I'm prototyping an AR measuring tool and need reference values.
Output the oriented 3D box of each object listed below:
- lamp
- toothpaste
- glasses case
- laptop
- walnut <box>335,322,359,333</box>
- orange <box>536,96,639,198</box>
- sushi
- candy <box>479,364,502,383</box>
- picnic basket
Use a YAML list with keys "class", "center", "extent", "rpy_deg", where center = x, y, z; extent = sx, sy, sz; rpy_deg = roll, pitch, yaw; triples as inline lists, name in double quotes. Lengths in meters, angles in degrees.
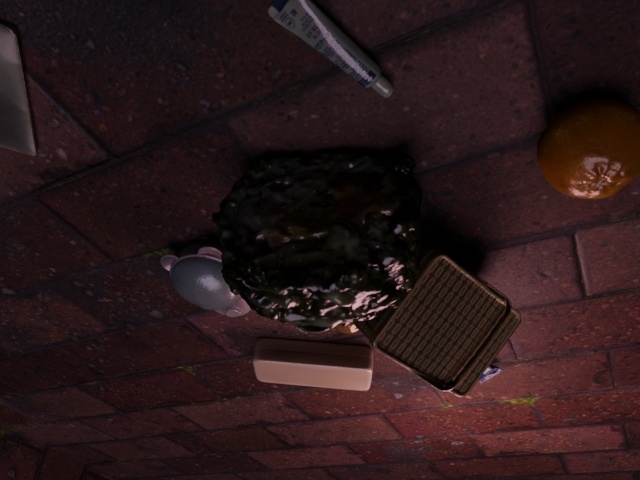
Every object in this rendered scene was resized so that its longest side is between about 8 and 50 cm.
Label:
- class: "lamp"
  center: [-0.246, 0.105, 1.165]
  extent: [0.179, 0.108, 0.246]
  rpy_deg: [-9, 138, 24]
- class: "toothpaste"
  center: [0.024, -0.280, 0.731]
  extent: [0.216, 0.037, 0.062]
  rpy_deg: [33, 134, -21]
- class: "glasses case"
  center: [-0.020, 0.355, 1.445]
  extent: [0.335, 0.076, 0.144]
  rpy_deg: [5, 139, 3]
- class: "laptop"
  center: [-0.589, -0.268, 0.851]
  extent: [0.187, 0.015, 0.269]
  rpy_deg: [16, 139, -9]
- class: "walnut"
  center: [0.069, 0.131, 1.129]
  extent: [0.144, 0.144, 0.180]
  rpy_deg: [-11, 128, 20]
- class: "orange"
  center: [0.415, -0.134, 0.767]
  extent: [0.158, 0.136, 0.159]
  rpy_deg: [4, 136, 4]
- class: "sushi"
  center: [0.000, 0.000, 0.866]
  extent: [0.351, 0.294, 0.178]
  rpy_deg: [-3, 143, 9]
- class: "candy"
  center: [0.426, 0.351, 1.406]
  extent: [0.136, 0.038, 0.088]
  rpy_deg: [32, 131, -13]
- class: "picnic basket"
  center: [0.233, 0.154, 1.028]
  extent: [0.312, 0.175, 0.228]
  rpy_deg: [36, 92, -30]
